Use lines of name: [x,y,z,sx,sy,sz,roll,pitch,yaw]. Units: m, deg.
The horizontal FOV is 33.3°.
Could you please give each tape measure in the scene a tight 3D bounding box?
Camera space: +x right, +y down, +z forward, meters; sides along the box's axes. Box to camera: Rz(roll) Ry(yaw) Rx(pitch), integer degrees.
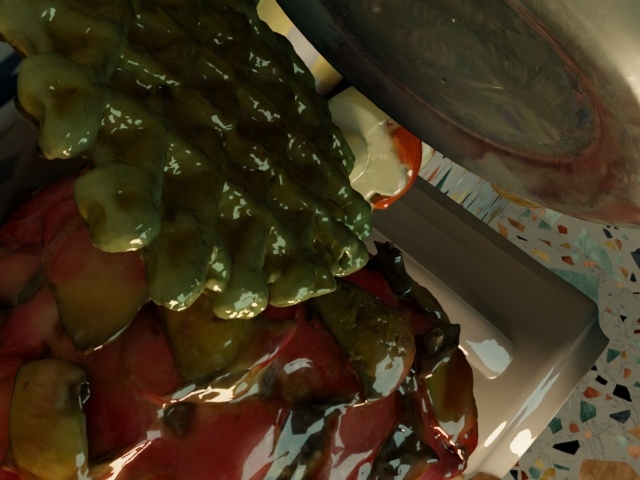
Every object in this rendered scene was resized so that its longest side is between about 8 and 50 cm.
tape measure: [0.088,-0.128,0.422,0.147,0.256,0.275,-52,166,-9]

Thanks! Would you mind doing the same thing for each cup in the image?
cup: [0.124,0.077,1.151,0.237,0.327,0.323,-51,166,-2]

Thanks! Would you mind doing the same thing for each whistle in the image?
whistle: [0.035,-0.077,0.865,0.253,0.106,0.101,-34,146,-58]

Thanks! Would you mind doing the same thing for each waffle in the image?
waffle: [-0.044,-0.049,0.422,0.036,0.169,0.183,-32,175,31]

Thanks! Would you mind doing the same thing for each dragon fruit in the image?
dragon fruit: [-0.070,0.079,0.551,0.291,0.250,0.269,42,72,-49]

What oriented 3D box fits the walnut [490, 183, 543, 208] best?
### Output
walnut: [0.352,-0.171,1.559,0.283,0.227,0.283,-35,163,-12]
